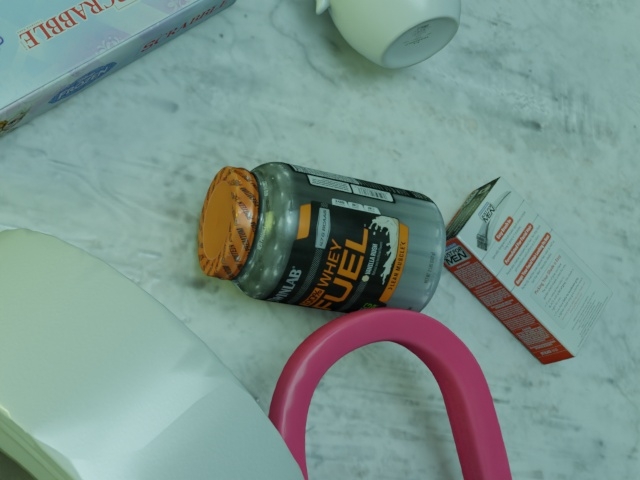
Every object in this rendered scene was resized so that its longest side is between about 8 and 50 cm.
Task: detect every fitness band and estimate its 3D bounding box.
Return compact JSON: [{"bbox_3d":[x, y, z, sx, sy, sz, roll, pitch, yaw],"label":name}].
[{"bbox_3d":[0.057,0.199,0.786,0.208,0.054,0.291,-15,94,-27],"label":"fitness band"}]

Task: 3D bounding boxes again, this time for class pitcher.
[{"bbox_3d":[0.028,-0.265,0.939,0.177,0.125,0.207,-22,73,-11],"label":"pitcher"}]

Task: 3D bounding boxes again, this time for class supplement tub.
[{"bbox_3d":[0.000,0.000,0.821,0.190,0.117,0.117,10,68,-24],"label":"supplement tub"}]

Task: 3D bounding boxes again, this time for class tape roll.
[{"bbox_3d":[-0.143,0.133,0.602,0.286,0.286,0.100,47,58,-6],"label":"tape roll"}]

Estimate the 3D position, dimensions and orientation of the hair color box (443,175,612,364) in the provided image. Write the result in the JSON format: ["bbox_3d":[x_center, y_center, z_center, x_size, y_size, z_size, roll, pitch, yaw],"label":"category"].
[{"bbox_3d":[0.199,0.030,0.954,0.167,0.053,0.093,46,59,-9],"label":"hair color box"}]

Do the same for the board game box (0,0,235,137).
[{"bbox_3d":[-0.266,-0.273,0.804,0.318,0.066,0.318,-38,92,-33],"label":"board game box"}]
